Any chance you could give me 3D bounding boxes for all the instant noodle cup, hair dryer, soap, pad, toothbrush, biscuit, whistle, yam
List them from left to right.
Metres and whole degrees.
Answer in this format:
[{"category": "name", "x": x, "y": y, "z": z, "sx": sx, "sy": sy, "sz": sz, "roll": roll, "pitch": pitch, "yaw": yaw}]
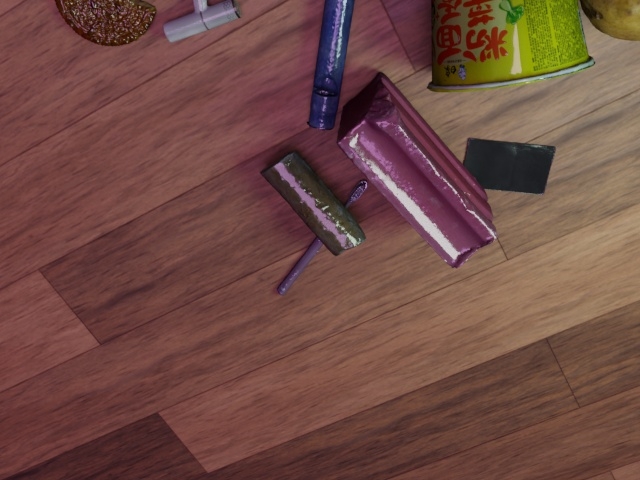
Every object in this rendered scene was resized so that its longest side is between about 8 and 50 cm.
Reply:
[{"category": "biscuit", "x": -0.438, "y": -0.452, "z": 1.411, "sx": 0.206, "sy": 0.025, "sz": 0.126, "roll": 21, "pitch": 117, "yaw": -9}, {"category": "hair dryer", "x": -0.257, "y": -0.496, "z": 1.379, "sx": 0.154, "sy": 0.044, "sz": 0.183, "roll": -18, "pitch": 111, "yaw": 10}, {"category": "yam", "x": -0.012, "y": -0.078, "z": 1.537, "sx": 0.093, "sy": 0.093, "sz": 0.259, "roll": -37, "pitch": 102, "yaw": 19}, {"category": "toothbrush", "x": 0.000, "y": 0.000, "z": 1.631, "sx": 0.024, "sy": 0.029, "sz": 0.354, "roll": 37, "pitch": 114, "yaw": -2}, {"category": "whistle", "x": 0.022, "y": -0.373, "z": 1.419, "sx": 0.062, "sy": 0.062, "sz": 0.304, "roll": 8, "pitch": 118, "yaw": -2}, {"category": "soap", "x": 0.196, "y": -0.146, "z": 1.432, "sx": 0.128, "sy": 0.233, "sz": 0.359, "roll": -37, "pitch": 109, "yaw": 22}, {"category": "instant noodle cup", "x": 0.325, "y": -0.405, "z": 1.280, "sx": 0.311, "sy": 0.311, "sz": 0.222, "roll": -8, "pitch": 107, "yaw": 6}, {"category": "pad", "x": 0.407, "y": -0.160, "z": 1.548, "sx": 0.193, "sy": 0.004, "sz": 0.116, "roll": 5, "pitch": 118, "yaw": -1}]

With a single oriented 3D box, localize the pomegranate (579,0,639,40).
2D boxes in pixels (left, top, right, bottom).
[{"category": "pomegranate", "x": 0.591, "y": -0.481, "z": 1.234, "sx": 0.281, "sy": 0.281, "sz": 0.281, "roll": 1, "pitch": 118, "yaw": 1}]
